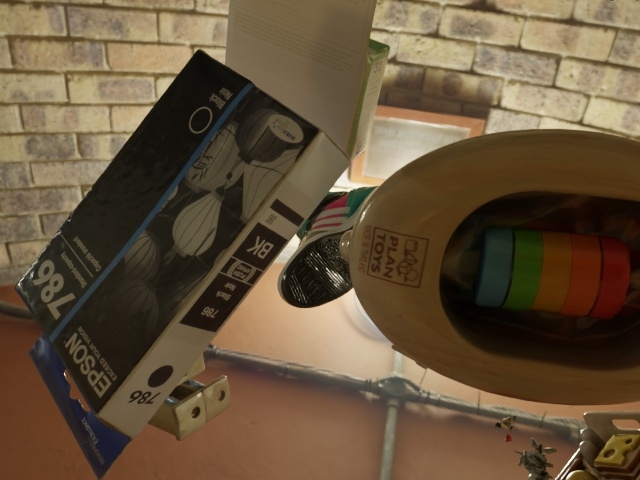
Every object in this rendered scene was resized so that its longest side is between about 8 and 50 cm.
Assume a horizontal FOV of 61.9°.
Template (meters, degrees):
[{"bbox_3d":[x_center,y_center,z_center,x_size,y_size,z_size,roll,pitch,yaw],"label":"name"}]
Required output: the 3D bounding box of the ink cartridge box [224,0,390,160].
[{"bbox_3d":[-0.014,-0.212,0.524,0.171,0.235,0.056,29,-140,21],"label":"ink cartridge box"}]

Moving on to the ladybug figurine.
[{"bbox_3d":[0.248,0.024,0.614,0.449,0.305,0.162,10,-164,6],"label":"ladybug figurine"}]

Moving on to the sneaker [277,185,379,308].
[{"bbox_3d":[0.000,0.000,0.912,0.295,0.123,0.178,-39,-156,-32],"label":"sneaker"}]

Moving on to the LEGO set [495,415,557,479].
[{"bbox_3d":[0.216,0.225,0.560,0.083,0.054,0.023,36,-136,27],"label":"LEGO set"}]

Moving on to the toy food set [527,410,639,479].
[{"bbox_3d":[0.526,0.446,1.051,0.306,0.220,0.092,-36,-94,-25],"label":"toy food set"}]

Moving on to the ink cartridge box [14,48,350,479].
[{"bbox_3d":[-0.140,0.016,0.441,0.165,0.332,0.065,39,-176,31],"label":"ink cartridge box"}]

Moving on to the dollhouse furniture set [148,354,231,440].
[{"bbox_3d":[-0.261,0.235,0.977,0.129,0.183,0.129,6,-163,35],"label":"dollhouse furniture set"}]

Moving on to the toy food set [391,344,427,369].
[{"bbox_3d":[0.278,0.291,1.409,0.132,0.038,0.192,26,-153,37],"label":"toy food set"}]
